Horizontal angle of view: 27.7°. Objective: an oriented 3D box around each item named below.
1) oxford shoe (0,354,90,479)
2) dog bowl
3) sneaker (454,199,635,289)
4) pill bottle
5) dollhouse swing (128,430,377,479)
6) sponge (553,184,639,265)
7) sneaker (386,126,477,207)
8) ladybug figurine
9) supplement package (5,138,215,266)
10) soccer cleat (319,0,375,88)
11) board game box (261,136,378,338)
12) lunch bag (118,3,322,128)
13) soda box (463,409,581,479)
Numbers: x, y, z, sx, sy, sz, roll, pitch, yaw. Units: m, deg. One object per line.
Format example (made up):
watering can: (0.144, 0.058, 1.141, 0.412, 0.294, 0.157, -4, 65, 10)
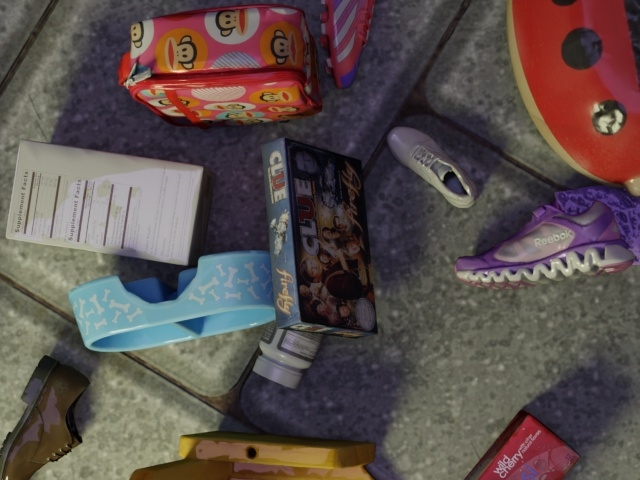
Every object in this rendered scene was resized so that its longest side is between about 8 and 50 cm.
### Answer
oxford shoe: (-0.377, 0.278, 1.753, 0.096, 0.083, 0.227, 23, 89, -1)
dog bowl: (-0.182, 0.084, 1.698, 0.297, 0.166, 0.074, -12, 75, 9)
sneaker: (0.292, 0.004, 1.722, 0.236, 0.095, 0.105, -11, 80, 20)
pill bottle: (-0.035, 0.125, 1.748, 0.078, 0.078, 0.137, 23, 89, 3)
dollhouse swing: (-0.077, 0.429, 1.622, 0.315, 0.305, 0.347, 4, 86, 3)
sponge: (0.427, -0.025, 1.761, 0.210, 0.031, 0.117, -10, 86, 3)
sneaker: (0.154, -0.105, 1.762, 0.152, 0.061, 0.054, 40, 91, 5)
ladybug figurine: (0.403, -0.283, 1.704, 0.305, 0.162, 0.449, -9, 85, 1)
supplement package: (-0.277, -0.048, 1.737, 0.244, 0.139, 0.134, 9, 89, 2)
soccer cleat: (0.044, -0.331, 1.771, 0.095, 0.083, 0.248, -3, 84, -2)
board game box: (0.000, 0.000, 1.694, 0.042, 0.165, 0.243, -16, 73, 37)
lunch bag: (-0.135, -0.218, 1.664, 0.258, 0.293, 0.120, -3, 86, 6)
soda box: (0.224, 0.354, 1.723, 0.092, 0.083, 0.263, 40, 89, 3)
